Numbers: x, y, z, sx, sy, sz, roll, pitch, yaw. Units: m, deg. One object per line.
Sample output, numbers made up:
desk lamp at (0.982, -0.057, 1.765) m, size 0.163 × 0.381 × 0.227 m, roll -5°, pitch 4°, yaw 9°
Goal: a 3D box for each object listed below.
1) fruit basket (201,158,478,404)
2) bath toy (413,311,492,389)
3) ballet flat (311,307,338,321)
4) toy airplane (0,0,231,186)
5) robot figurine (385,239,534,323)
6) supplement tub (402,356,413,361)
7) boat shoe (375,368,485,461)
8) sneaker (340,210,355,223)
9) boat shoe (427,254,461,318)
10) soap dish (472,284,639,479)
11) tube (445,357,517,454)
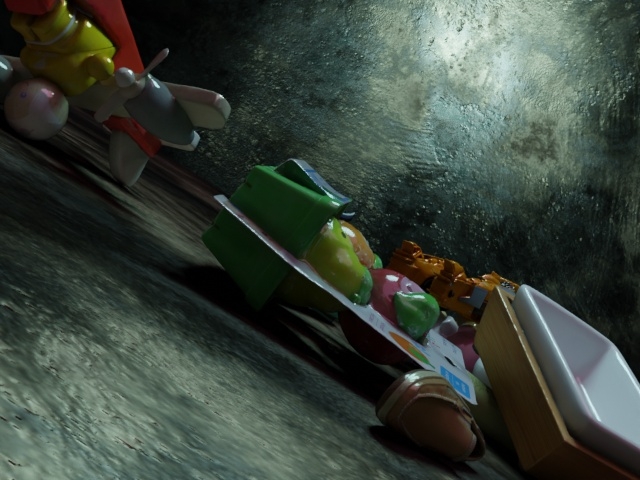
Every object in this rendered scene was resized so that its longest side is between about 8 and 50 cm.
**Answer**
fruit basket at (0.044, 0.044, 1.143) m, size 0.353 × 0.165 × 0.327 m, roll 32°, pitch 6°, yaw 3°
bath toy at (0.238, 0.196, 1.522) m, size 0.151 × 0.129 × 0.348 m, roll -16°, pitch 19°, yaw -18°
ballet flat at (-0.025, 0.049, 1.362) m, size 0.083 × 0.087 × 0.247 m, roll 34°, pitch 2°, yaw 33°
toy airplane at (-0.345, -0.224, 1.385) m, size 0.384 × 0.272 × 0.386 m, roll 42°, pitch -36°, yaw -7°
robot figurine at (0.256, 0.088, 1.552) m, size 0.291 × 0.085 × 0.211 m, roll 19°, pitch 6°, yaw -39°
supplement tub at (0.116, 0.146, 1.438) m, size 0.071 × 0.071 × 0.107 m, roll 33°, pitch 1°, yaw 26°
boat shoe at (0.115, 0.171, 0.884) m, size 0.072 × 0.068 × 0.190 m, roll 47°, pitch 9°, yaw 31°
sneaker at (0.000, 0.000, 1.824) m, size 0.099 × 0.153 × 0.282 m, roll 33°, pitch -5°, yaw 15°
boat shoe at (0.230, 0.154, 1.778) m, size 0.103 × 0.118 × 0.320 m, roll 15°, pitch -33°, yaw 51°
soap dish at (0.325, 0.211, 1.229) m, size 0.229 × 0.118 × 0.291 m, roll 31°, pitch 25°, yaw -26°
tube at (0.245, 0.246, 1.260) m, size 0.240 × 0.070 × 0.062 m, roll 35°, pitch -38°, yaw -10°
